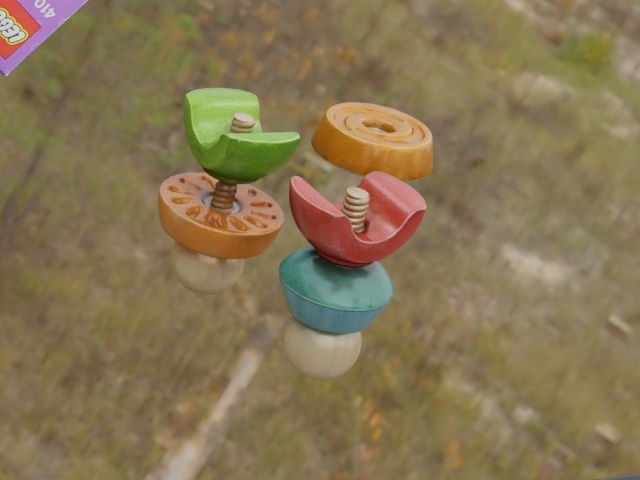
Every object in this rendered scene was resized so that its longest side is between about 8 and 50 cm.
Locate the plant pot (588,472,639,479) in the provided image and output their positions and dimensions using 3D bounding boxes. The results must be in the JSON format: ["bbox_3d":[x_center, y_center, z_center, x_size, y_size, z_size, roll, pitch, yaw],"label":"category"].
[{"bbox_3d":[0.178,0.291,1.284,0.167,0.187,0.188,3,28,13],"label":"plant pot"}]

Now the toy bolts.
[{"bbox_3d":[0.000,0.000,1.353,0.218,0.158,0.228,-1,29,-29],"label":"toy bolts"}]

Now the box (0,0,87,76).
[{"bbox_3d":[-0.209,-0.193,0.751,0.201,0.057,0.293,47,-1,-27],"label":"box"}]
